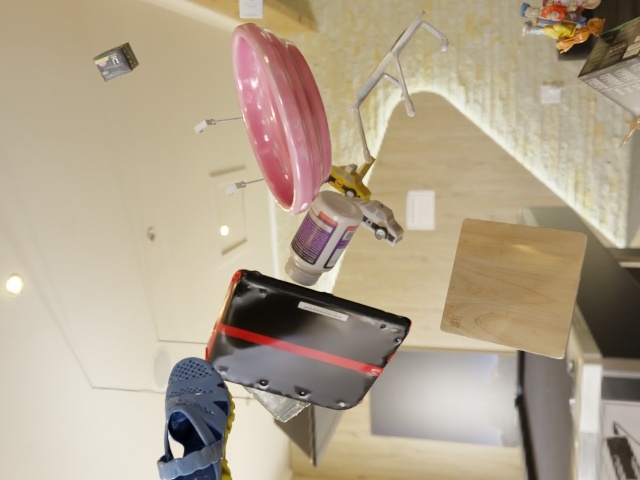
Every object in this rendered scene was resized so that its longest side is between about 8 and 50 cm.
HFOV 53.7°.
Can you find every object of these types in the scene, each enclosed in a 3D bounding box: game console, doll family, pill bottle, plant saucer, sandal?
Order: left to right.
[{"bbox_3d":[-0.220,0.323,1.096,0.317,0.126,0.138,-111,-1,-48],"label":"sandal"},{"bbox_3d":[-0.065,-0.210,1.095,0.332,0.084,0.332,162,90,-77],"label":"plant saucer"},{"bbox_3d":[-0.040,0.226,1.377,0.060,0.387,0.342,-86,17,-51],"label":"game console"},{"bbox_3d":[0.000,0.000,1.329,0.193,0.108,0.108,-60,0,27],"label":"pill bottle"},{"bbox_3d":[0.611,-0.542,1.574,0.263,0.163,0.118,-38,-45,-43],"label":"doll family"}]

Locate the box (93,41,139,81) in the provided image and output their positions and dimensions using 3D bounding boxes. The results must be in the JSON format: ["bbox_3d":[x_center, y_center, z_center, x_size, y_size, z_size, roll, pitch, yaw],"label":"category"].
[{"bbox_3d":[-0.412,-0.362,1.279,0.083,0.062,0.052,-99,-12,-64],"label":"box"}]

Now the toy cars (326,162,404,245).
[{"bbox_3d":[0.114,-0.129,1.786,0.087,0.177,0.393,-60,37,21],"label":"toy cars"}]

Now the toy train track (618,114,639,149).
[{"bbox_3d":[0.699,-0.243,1.423,0.083,0.048,0.014,-61,-23,12],"label":"toy train track"}]

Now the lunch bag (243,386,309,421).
[{"bbox_3d":[-0.093,0.299,1.723,0.305,0.256,0.212,49,-171,-9],"label":"lunch bag"}]

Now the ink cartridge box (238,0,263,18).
[{"bbox_3d":[-0.164,-0.602,1.475,0.099,0.056,0.135,-103,14,-50],"label":"ink cartridge box"}]

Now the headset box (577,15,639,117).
[{"bbox_3d":[0.796,-0.378,1.456,0.131,0.283,0.246,-60,8,-1],"label":"headset box"}]

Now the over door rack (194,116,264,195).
[{"bbox_3d":[-0.190,-0.296,1.964,0.324,0.108,0.239,-23,-95,-37],"label":"over door rack"}]

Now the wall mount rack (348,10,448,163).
[{"bbox_3d":[0.176,-0.369,1.535,0.304,0.130,0.350,-58,6,-35],"label":"wall mount rack"}]

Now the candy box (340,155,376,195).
[{"bbox_3d":[0.118,-0.202,2.162,0.105,0.027,0.206,-39,13,47],"label":"candy box"}]

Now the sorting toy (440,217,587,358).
[{"bbox_3d":[0.414,0.099,1.346,0.089,0.257,0.255,23,-101,-58],"label":"sorting toy"}]
